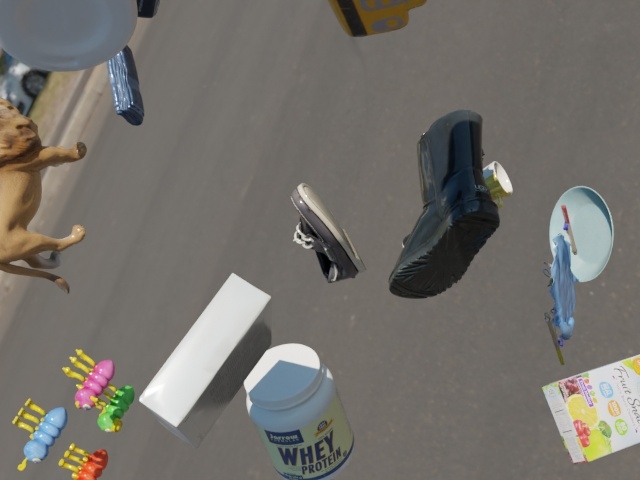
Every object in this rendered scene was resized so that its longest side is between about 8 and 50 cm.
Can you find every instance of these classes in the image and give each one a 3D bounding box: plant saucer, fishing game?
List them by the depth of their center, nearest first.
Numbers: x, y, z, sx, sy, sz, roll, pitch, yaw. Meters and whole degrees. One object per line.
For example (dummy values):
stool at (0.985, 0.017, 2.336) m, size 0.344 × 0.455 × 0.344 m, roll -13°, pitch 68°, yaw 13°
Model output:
fishing game at (0.415, 0.079, 1.361) m, size 0.041 × 0.189 × 0.264 m, roll -3°, pitch 49°, yaw 28°
plant saucer at (0.538, -0.013, 1.580) m, size 0.195 × 0.038 × 0.194 m, roll 179°, pitch 90°, yaw -69°

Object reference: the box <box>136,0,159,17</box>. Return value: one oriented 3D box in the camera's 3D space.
box at (-0.421, -0.503, 1.079) m, size 0.212 × 0.396 × 0.293 m, roll 128°, pitch 137°, yaw -58°

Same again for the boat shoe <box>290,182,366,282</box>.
boat shoe at (0.000, 0.000, 1.037) m, size 0.065 × 0.206 × 0.075 m, roll -30°, pitch 54°, yaw 6°

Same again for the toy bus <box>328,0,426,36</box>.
toy bus at (0.040, -0.308, 0.510) m, size 0.130 × 0.108 × 0.332 m, roll -9°, pitch 71°, yaw 12°

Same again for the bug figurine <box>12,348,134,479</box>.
bug figurine at (-0.385, 0.306, 1.273) m, size 0.279 × 0.072 × 0.216 m, roll 80°, pitch -149°, yaw -56°

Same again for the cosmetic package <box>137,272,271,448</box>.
cosmetic package at (-0.213, 0.253, 1.547) m, size 0.284 × 0.098 × 0.377 m, roll -56°, pitch -8°, yaw -20°

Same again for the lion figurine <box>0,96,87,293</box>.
lion figurine at (-0.573, -0.078, 1.460) m, size 0.142 × 0.240 × 0.391 m, roll 4°, pitch 98°, yaw 40°

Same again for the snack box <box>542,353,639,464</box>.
snack box at (0.358, 0.207, 0.969) m, size 0.037 × 0.141 × 0.100 m, roll 130°, pitch 125°, yaw -63°

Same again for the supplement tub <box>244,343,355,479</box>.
supplement tub at (-0.055, 0.454, 2.035) m, size 0.236 × 0.324 × 0.235 m, roll -13°, pitch 34°, yaw 9°

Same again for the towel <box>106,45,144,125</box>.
towel at (-0.280, -0.230, 1.127) m, size 0.029 × 0.067 × 0.119 m, roll -16°, pitch 77°, yaw 8°

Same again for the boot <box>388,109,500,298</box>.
boot at (0.177, -0.053, 1.171) m, size 0.246 × 0.094 × 0.207 m, roll 123°, pitch 155°, yaw -47°

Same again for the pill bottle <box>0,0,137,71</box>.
pill bottle at (-0.267, -0.300, 0.777) m, size 0.136 × 0.136 × 0.245 m, roll -43°, pitch 51°, yaw 35°

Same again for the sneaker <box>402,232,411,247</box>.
sneaker at (0.283, -0.050, 1.808) m, size 0.217 × 0.121 × 0.079 m, roll -16°, pitch 37°, yaw 11°

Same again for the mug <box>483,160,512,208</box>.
mug at (0.273, -0.087, 1.290) m, size 0.064 × 0.062 × 0.078 m, roll -26°, pitch 15°, yaw 29°
